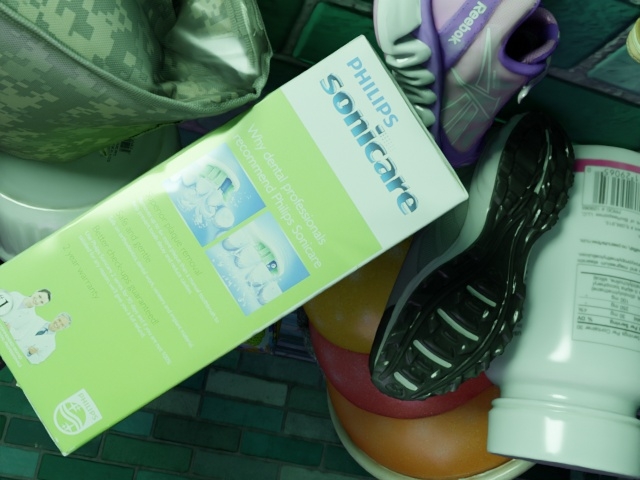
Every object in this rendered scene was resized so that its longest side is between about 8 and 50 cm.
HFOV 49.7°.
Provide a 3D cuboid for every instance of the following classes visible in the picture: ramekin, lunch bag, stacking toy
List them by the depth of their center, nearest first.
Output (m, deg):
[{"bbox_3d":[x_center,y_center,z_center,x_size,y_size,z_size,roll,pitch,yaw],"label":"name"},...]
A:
[{"bbox_3d":[-0.195,-0.150,0.398,0.235,0.169,0.287,-6,153,44],"label":"lunch bag"},{"bbox_3d":[-0.221,-0.076,0.621,0.207,0.207,0.109,12,154,-7],"label":"ramekin"},{"bbox_3d":[0.081,0.051,0.778,0.350,0.351,0.480,0,146,32],"label":"stacking toy"}]

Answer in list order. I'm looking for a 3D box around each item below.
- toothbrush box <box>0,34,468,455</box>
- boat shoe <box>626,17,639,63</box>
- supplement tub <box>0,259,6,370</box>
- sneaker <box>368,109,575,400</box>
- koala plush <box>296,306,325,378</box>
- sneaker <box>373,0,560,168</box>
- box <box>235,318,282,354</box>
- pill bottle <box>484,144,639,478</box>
[{"bbox_3d":[-0.061,0.003,0.497,0.283,0.122,0.206,-34,179,0],"label":"toothbrush box"},{"bbox_3d":[0.257,-0.110,0.457,0.135,0.050,0.045,14,158,-12],"label":"boat shoe"},{"bbox_3d":[-0.475,0.034,0.895,0.207,0.338,0.207,9,165,3],"label":"supplement tub"},{"bbox_3d":[0.121,0.014,0.597,0.100,0.272,0.108,37,164,-23],"label":"sneaker"},{"bbox_3d":[0.089,0.134,1.196,0.196,0.204,0.221,23,148,-38],"label":"koala plush"},{"bbox_3d":[0.107,-0.117,0.470,0.104,0.095,0.236,-3,160,16],"label":"sneaker"},{"bbox_3d":[-0.245,0.065,1.152,0.289,0.177,0.279,2,161,27],"label":"box"},{"bbox_3d":[0.240,0.068,0.656,0.160,0.283,0.160,10,164,3],"label":"pill bottle"}]
